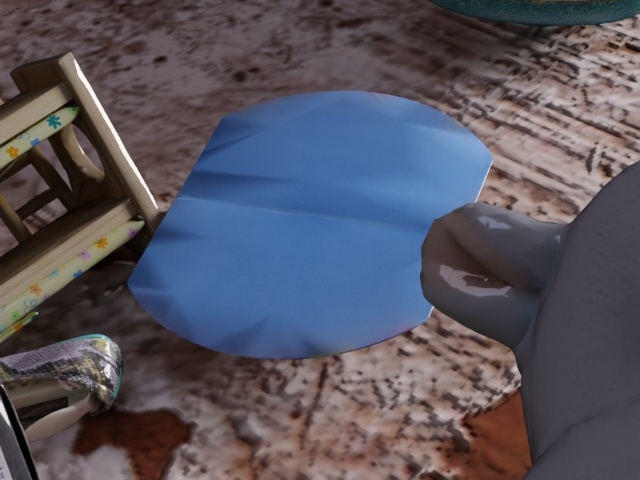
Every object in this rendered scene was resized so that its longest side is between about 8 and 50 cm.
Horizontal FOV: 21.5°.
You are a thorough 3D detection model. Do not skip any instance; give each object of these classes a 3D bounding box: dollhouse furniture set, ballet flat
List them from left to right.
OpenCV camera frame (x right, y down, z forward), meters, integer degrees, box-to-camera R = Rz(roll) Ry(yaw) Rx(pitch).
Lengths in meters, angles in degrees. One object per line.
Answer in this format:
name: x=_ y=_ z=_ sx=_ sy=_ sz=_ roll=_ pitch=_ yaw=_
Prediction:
dollhouse furniture set: x=-0.190 y=0.010 z=0.766 sx=0.182 sy=0.101 sz=0.161 roll=-36 pitch=17 yaw=-26
ballet flat: x=-0.136 y=0.068 z=0.688 sx=0.114 sy=0.041 sz=0.041 roll=-13 pitch=36 yaw=2

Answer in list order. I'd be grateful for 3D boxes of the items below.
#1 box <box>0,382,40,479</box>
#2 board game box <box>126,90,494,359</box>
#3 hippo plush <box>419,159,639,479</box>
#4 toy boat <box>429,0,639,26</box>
box: x=-0.228 y=0.105 z=0.539 sx=0.231 sy=0.056 sz=0.183 roll=-26 pitch=17 yaw=-30
board game box: x=0.000 y=0.000 z=0.738 sx=0.133 sy=0.033 sz=0.168 roll=8 pitch=47 yaw=19
hippo plush: x=0.149 y=0.086 z=0.401 sx=0.234 sy=0.236 sz=0.294 roll=-3 pitch=38 yaw=15
toy boat: x=0.069 y=-0.210 z=0.919 sx=0.318 sy=0.148 sz=0.267 roll=10 pitch=47 yaw=18
